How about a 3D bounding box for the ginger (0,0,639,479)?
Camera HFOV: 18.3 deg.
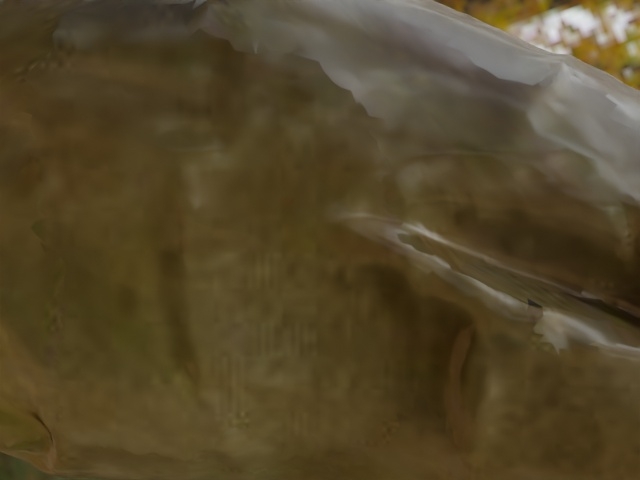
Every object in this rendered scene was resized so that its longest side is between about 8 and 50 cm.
[{"bbox_3d":[0.000,0.000,0.403,0.116,0.263,0.109,-47,148,-72],"label":"ginger"}]
